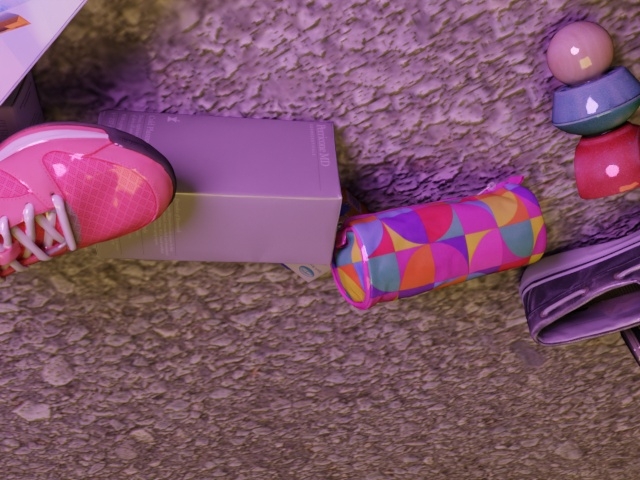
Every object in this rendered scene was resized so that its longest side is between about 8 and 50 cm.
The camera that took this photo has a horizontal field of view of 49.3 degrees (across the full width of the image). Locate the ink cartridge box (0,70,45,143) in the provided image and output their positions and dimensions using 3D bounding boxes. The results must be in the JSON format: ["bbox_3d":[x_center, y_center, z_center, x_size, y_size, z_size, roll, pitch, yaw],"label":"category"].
[{"bbox_3d":[-0.338,-0.078,0.690,0.127,0.072,0.175,0,134,-5],"label":"ink cartridge box"}]

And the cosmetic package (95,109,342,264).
[{"bbox_3d":[-0.101,-0.053,0.702,0.238,0.127,0.107,-1,136,-6],"label":"cosmetic package"}]

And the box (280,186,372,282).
[{"bbox_3d":[0.000,0.000,0.832,0.136,0.028,0.081,-33,129,23],"label":"box"}]

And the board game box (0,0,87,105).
[{"bbox_3d":[-0.353,-0.217,0.498,0.318,0.066,0.319,-40,117,20],"label":"board game box"}]

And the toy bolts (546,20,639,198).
[{"bbox_3d":[0.329,-0.158,0.645,0.228,0.218,0.158,-16,106,33],"label":"toy bolts"}]

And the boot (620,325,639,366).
[{"bbox_3d":[0.544,0.142,0.986,0.178,0.085,0.236,-36,134,25],"label":"boot"}]

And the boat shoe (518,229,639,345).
[{"bbox_3d":[0.400,0.051,0.817,0.335,0.119,0.121,-25,129,32],"label":"boat shoe"}]

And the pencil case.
[{"bbox_3d":[0.127,0.001,0.749,0.236,0.104,0.104,-15,139,-23],"label":"pencil case"}]

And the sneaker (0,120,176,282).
[{"bbox_3d":[-0.266,0.001,0.541,0.314,0.136,0.116,-10,136,-10],"label":"sneaker"}]
